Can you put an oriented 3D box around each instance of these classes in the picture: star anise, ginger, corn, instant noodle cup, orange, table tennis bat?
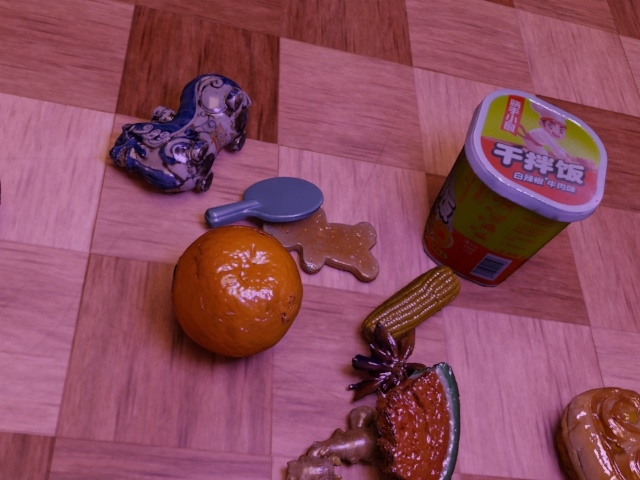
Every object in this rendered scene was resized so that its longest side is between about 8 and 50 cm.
[{"bbox_3d":[0.125,0.223,1.378,0.167,0.057,0.168,0,90,-17],"label":"star anise"},{"bbox_3d":[0.027,0.355,1.271,0.176,0.052,0.193,7,55,-22],"label":"ginger"},{"bbox_3d":[0.169,0.122,1.477,0.231,0.080,0.080,-31,71,-30],"label":"corn"},{"bbox_3d":[0.352,-0.082,1.537,0.293,0.308,0.294,10,53,-14],"label":"instant noodle cup"},{"bbox_3d":[-0.138,0.084,1.315,0.219,0.193,0.219,1,50,-2],"label":"orange"},{"bbox_3d":[-0.107,-0.069,1.509,0.237,0.038,0.149,-18,40,-27],"label":"table tennis bat"}]

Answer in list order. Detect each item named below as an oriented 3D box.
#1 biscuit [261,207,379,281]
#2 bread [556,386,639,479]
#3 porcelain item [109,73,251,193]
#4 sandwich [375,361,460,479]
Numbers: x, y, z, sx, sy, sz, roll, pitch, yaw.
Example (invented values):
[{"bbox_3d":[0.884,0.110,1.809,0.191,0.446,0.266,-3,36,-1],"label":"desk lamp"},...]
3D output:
[{"bbox_3d":[0.000,0.000,1.526,0.234,0.030,0.153,10,51,-13],"label":"biscuit"},{"bbox_3d":[0.522,0.377,1.395,0.198,0.120,0.236,-2,57,-23],"label":"bread"},{"bbox_3d":[-0.261,-0.210,1.529,0.186,0.138,0.288,19,54,15],"label":"porcelain item"},{"bbox_3d":[0.152,0.322,1.297,0.159,0.079,0.235,1,79,-33],"label":"sandwich"}]
